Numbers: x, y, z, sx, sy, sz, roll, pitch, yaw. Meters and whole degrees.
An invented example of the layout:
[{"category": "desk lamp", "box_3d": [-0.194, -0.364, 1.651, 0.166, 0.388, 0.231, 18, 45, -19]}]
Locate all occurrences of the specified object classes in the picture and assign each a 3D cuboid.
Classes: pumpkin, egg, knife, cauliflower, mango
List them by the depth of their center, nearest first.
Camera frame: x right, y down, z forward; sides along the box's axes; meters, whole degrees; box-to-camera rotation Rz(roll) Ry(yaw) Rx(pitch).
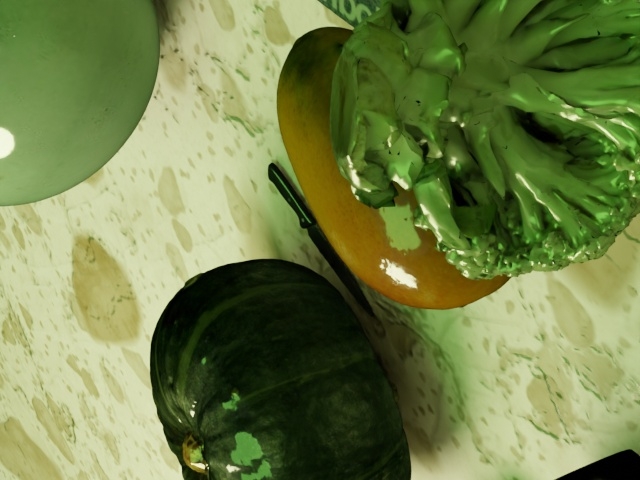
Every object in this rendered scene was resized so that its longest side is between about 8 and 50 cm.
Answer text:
[{"category": "cauliflower", "box_3d": [0.100, -0.104, 1.247, 0.275, 0.250, 0.272, 64, 152, 5]}, {"category": "mango", "box_3d": [0.058, -0.049, 1.500, 0.254, 0.139, 0.175, 50, 148, 36]}, {"category": "knife", "box_3d": [0.000, 0.000, 1.784, 0.170, 0.010, 0.023, 55, 152, 9]}, {"category": "pumpkin", "box_3d": [-0.033, 0.159, 1.785, 0.300, 0.207, 0.300, 60, 165, 29]}, {"category": "egg", "box_3d": [-0.297, -0.174, 1.842, 0.276, 0.276, 0.389, 61, 150, 1]}]

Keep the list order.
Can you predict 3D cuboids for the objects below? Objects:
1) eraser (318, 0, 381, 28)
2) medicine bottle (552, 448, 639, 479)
[{"category": "eraser", "box_3d": [0.023, -0.221, 1.493, 0.212, 0.046, 0.092, 41, 147, 35]}, {"category": "medicine bottle", "box_3d": [0.236, 0.372, 1.460, 0.395, 0.242, 0.242, 61, 153, 9]}]
